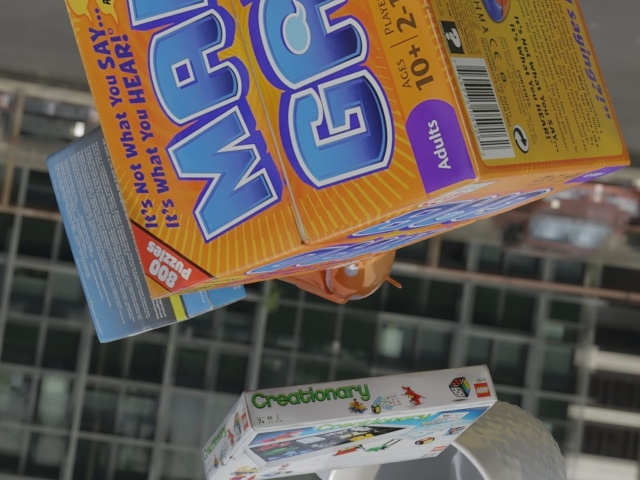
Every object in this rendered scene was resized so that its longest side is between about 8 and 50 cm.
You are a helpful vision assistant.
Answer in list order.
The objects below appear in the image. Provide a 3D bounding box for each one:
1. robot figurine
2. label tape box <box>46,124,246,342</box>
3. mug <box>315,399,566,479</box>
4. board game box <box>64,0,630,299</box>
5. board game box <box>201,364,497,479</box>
[{"bbox_3d":[0.000,-0.001,2.069,0.219,0.158,0.128,18,-171,22],"label":"robot figurine"},{"bbox_3d":[-0.183,-0.026,1.894,0.106,0.241,0.333,-17,180,-30],"label":"label tape box"},{"bbox_3d":[0.161,0.343,2.356,0.374,0.276,0.328,16,-165,28],"label":"mug"},{"bbox_3d":[0.026,-0.176,1.591,0.356,0.357,0.356,-21,173,31],"label":"board game box"},{"bbox_3d":[0.031,0.218,1.943,0.305,0.053,0.193,-4,155,-22],"label":"board game box"}]
